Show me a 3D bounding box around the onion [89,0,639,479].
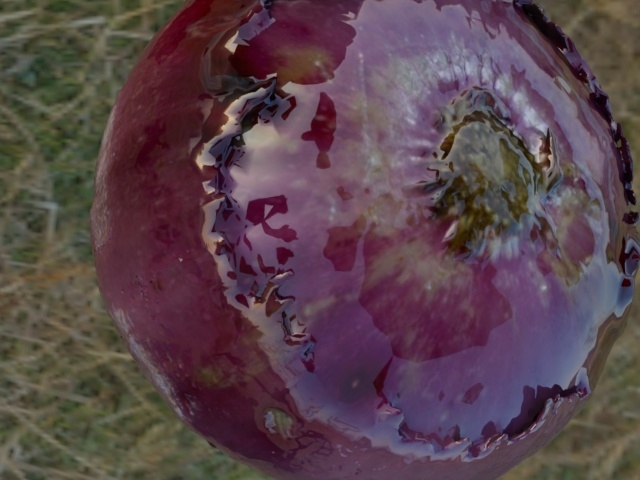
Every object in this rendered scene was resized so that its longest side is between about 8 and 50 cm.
[{"bbox_3d":[0.017,-0.021,1.112,0.358,0.345,0.358,-10,106,-37],"label":"onion"}]
